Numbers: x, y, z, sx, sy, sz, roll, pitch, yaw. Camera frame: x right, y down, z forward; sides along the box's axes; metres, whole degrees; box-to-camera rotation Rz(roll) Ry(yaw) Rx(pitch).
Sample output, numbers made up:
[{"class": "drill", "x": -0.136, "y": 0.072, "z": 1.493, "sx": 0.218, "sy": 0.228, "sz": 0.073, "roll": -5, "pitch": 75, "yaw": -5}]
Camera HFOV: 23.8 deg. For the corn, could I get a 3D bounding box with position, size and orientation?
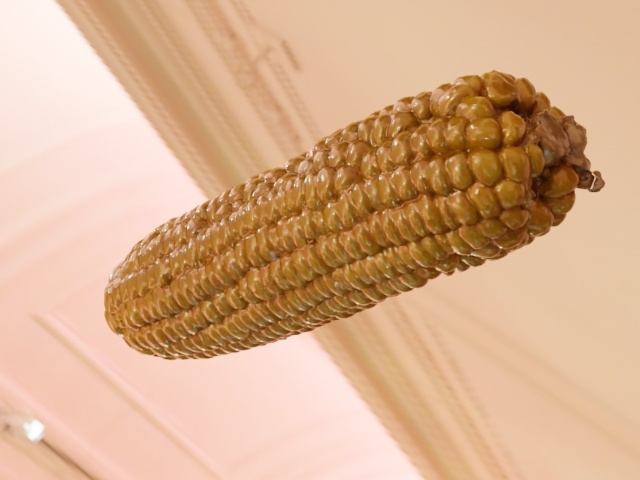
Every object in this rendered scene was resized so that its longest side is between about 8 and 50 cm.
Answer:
[{"class": "corn", "x": -0.002, "y": 0.000, "z": 0.826, "sx": 0.313, "sy": 0.102, "sz": 0.102, "roll": -26, "pitch": -15, "yaw": 33}]
